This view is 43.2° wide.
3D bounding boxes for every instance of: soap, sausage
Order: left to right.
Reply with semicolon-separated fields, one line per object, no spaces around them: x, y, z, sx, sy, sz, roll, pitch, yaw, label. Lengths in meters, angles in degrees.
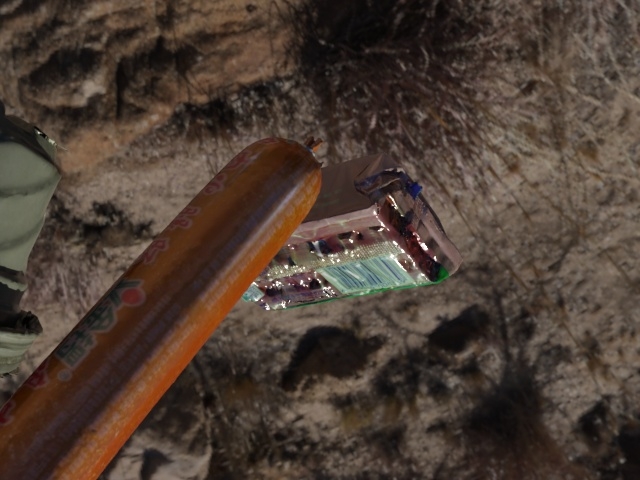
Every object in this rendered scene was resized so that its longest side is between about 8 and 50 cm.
-0.097;0.060;0.377;0.347;0.053;0.053;-52;155;-30;sausage
-0.001;0.002;0.953;0.274;0.098;0.218;-12;136;31;soap

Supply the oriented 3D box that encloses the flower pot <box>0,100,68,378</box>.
-0.241;-0.031;0.452;0.140;0.236;0.235;-59;141;-7;flower pot
